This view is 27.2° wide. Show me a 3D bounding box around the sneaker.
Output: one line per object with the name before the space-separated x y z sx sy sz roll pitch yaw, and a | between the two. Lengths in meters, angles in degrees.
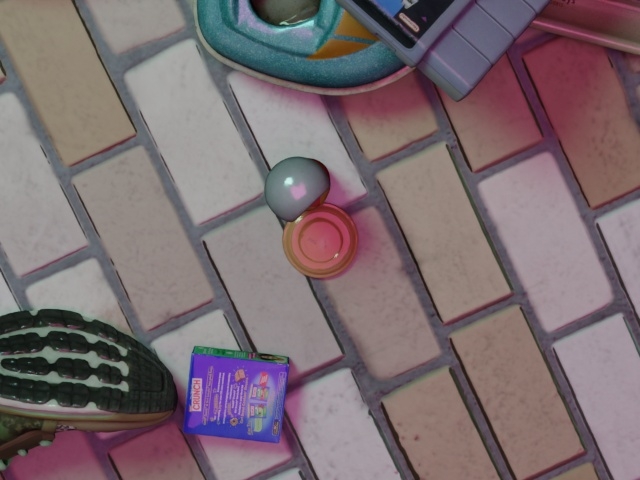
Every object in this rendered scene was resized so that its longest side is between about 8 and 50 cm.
sneaker | -0.358 0.188 1.417 0.410 0.158 0.182 0 127 -4

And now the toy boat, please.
toy boat | -0.006 -0.180 1.349 0.267 0.148 0.318 6 99 6

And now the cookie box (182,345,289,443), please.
cookie box | -0.092 0.168 1.446 0.107 0.040 0.091 7 96 -3

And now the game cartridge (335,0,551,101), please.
game cartridge | 0.073 -0.327 1.285 0.355 0.068 0.230 41 68 -1

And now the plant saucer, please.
plant saucer | 0.000 0.000 1.445 0.083 0.013 0.083 0 96 -2

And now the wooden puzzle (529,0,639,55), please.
wooden puzzle | 0.283 -0.389 1.379 0.322 0.080 0.347 14 95 -3
